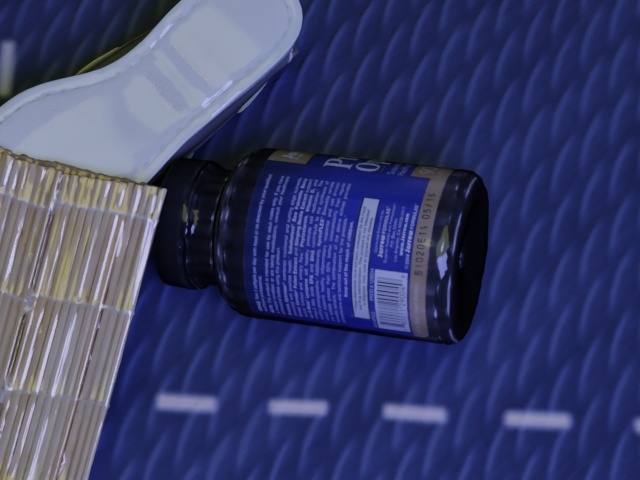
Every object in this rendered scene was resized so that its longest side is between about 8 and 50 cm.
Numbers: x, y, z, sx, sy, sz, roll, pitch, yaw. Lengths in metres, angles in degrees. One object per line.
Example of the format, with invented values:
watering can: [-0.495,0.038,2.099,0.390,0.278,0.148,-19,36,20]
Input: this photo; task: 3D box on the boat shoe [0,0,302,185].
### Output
boat shoe: [-0.144,-0.087,1.199,0.305,0.091,0.109,-37,86,-11]

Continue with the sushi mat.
sushi mat: [-0.217,0.097,1.123,0.151,0.019,0.317,15,90,4]

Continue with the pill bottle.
pill bottle: [0.000,0.000,1.141,0.219,0.123,0.123,8,71,16]
